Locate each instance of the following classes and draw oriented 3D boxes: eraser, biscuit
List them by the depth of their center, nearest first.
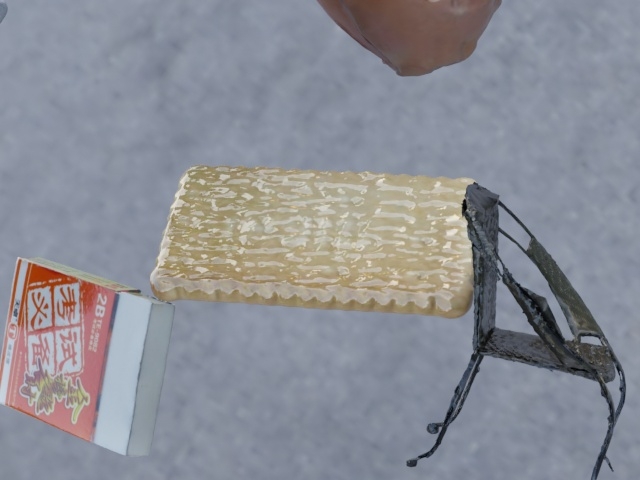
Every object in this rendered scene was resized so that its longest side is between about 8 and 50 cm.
[{"bbox_3d":[0.000,0.001,1.521,0.249,0.030,0.160,3,40,7],"label":"biscuit"},{"bbox_3d":[-0.242,0.114,1.964,0.230,0.038,0.157,15,97,44],"label":"eraser"}]

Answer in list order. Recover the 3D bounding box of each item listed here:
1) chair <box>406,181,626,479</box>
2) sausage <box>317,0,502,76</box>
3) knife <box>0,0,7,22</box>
[{"bbox_3d":[0.151,0.071,1.416,0.149,0.174,0.213,8,100,12],"label":"chair"},{"bbox_3d":[-0.047,-0.243,0.704,0.094,0.419,0.094,-21,23,29],"label":"sausage"},{"bbox_3d":[-0.295,-0.076,1.205,0.244,0.058,0.032,-32,55,-18],"label":"knife"}]
